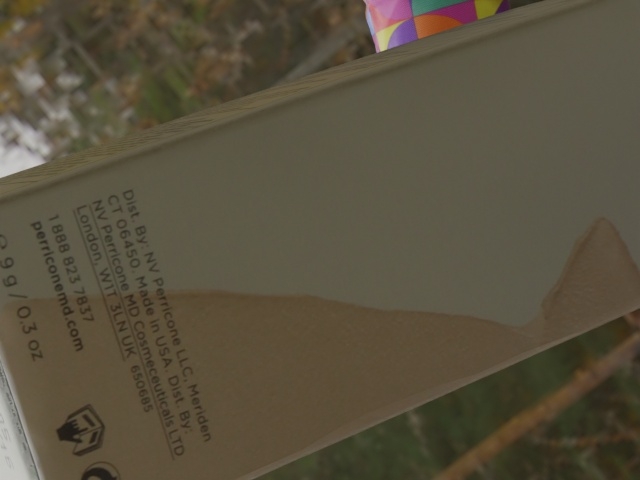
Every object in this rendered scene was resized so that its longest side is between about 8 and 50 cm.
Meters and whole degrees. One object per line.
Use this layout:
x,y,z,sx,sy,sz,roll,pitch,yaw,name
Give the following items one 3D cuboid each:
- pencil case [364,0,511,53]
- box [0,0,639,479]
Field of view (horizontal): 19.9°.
0.101,-0.077,1.209,0.104,0.104,0.236,-45,-62,-83,pencil case
0.000,0.000,0.698,0.148,0.311,0.121,-4,105,64,box
